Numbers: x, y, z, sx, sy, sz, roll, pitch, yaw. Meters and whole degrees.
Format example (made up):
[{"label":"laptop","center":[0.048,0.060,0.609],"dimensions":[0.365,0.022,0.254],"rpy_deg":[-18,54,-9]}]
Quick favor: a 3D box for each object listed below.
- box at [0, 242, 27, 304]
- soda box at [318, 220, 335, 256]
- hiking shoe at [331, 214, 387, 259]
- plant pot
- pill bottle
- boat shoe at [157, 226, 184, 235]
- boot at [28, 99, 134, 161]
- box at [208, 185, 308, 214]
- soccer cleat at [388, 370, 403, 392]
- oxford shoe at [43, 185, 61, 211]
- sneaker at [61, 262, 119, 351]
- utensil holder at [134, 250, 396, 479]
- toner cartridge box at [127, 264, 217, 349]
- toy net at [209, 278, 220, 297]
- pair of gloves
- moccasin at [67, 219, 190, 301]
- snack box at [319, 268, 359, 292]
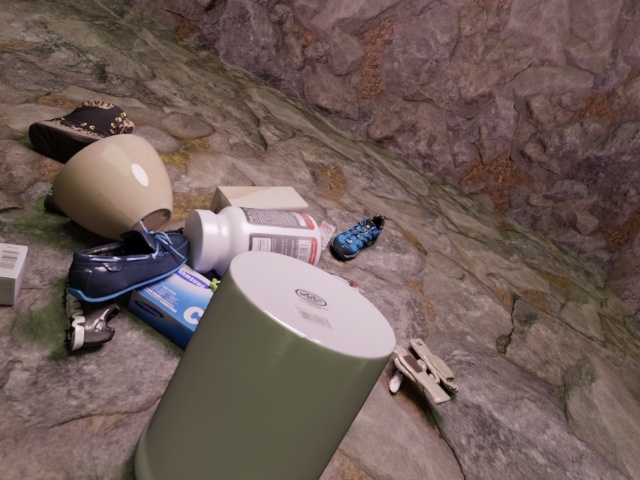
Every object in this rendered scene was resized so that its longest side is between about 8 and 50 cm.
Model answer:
[{"label":"box","center":[-0.683,0.067,0.869],"dimensions":[0.102,0.087,0.101],"rpy_deg":[10,37,-27]},{"label":"soda box","center":[0.000,0.000,1.526],"dimensions":[0.058,0.063,0.183],"rpy_deg":[29,32,-1]},{"label":"hiking shoe","center":[0.146,-0.028,1.616],"dimensions":[0.113,0.132,0.304],"rpy_deg":[40,34,15]},{"label":"plant pot","center":[-0.503,-0.106,1.092],"dimensions":[0.191,0.284,0.284],"rpy_deg":[46,35,8]},{"label":"pill bottle","center":[-0.197,0.009,1.220],"dimensions":[0.363,0.210,0.210],"rpy_deg":[4,40,-35]},{"label":"boat shoe","center":[-0.396,-0.005,1.216],"dimensions":[0.075,0.065,0.206],"rpy_deg":[46,35,23]},{"label":"boot","center":[-0.692,-0.331,1.377],"dimensions":[0.378,0.138,0.284],"rpy_deg":[17,34,-10]},{"label":"box","center":[-0.210,-0.095,1.417],"dimensions":[0.311,0.148,0.121],"rpy_deg":[-6,46,-45]},{"label":"soccer cleat","center":[0.217,0.396,1.178],"dimensions":[0.029,0.035,0.083],"rpy_deg":[34,32,10]},{"label":"oxford shoe","center":[-0.688,-0.157,1.190],"dimensions":[0.096,0.083,0.227],"rpy_deg":[21,45,-19]},{"label":"sneaker","center":[-0.508,0.140,0.925],"dimensions":[0.106,0.078,0.234],"rpy_deg":[9,38,-39]},{"label":"utensil holder","center":[-0.093,0.255,0.730],"dimensions":[0.328,0.385,0.327],"rpy_deg":[26,13,-6]},{"label":"toner cartridge box","center":[-0.273,0.200,1.023],"dimensions":[0.348,0.075,0.165],"rpy_deg":[33,30,5]},{"label":"toy net","center":[-0.192,0.169,1.019],"dimensions":[0.122,0.045,0.232],"rpy_deg":[6,38,-35]},{"label":"pair of gloves","center":[0.311,0.385,1.233],"dimensions":[0.204,0.042,0.240],"rpy_deg":[45,20,27]},{"label":"moccasin","center":[-0.414,0.030,0.964],"dimensions":[0.138,0.116,0.342],"rpy_deg":[11,19,12]},{"label":"snack box","center":[0.046,0.142,1.406],"dimensions":[0.178,0.022,0.064],"rpy_deg":[20,35,-16]}]
